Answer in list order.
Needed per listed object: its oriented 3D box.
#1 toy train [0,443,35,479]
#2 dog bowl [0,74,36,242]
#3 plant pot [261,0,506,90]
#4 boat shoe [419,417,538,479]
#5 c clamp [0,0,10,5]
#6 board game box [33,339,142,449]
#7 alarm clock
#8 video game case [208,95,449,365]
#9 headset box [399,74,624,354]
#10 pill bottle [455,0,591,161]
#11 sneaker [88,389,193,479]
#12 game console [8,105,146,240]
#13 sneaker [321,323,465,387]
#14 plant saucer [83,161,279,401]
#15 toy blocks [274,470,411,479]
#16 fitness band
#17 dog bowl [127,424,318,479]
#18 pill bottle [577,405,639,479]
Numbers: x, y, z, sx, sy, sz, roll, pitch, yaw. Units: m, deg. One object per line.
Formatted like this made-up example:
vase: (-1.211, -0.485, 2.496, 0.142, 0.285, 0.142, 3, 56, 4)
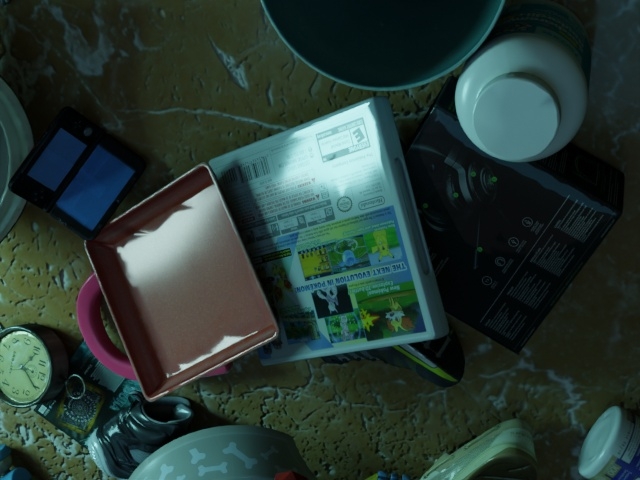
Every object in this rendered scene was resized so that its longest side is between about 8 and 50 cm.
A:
toy train: (-0.594, 0.454, 1.904, 0.248, 0.105, 0.143, -26, 95, 25)
dog bowl: (-0.608, -0.127, 1.499, 0.408, 0.150, 0.408, -15, 128, -20)
plant pot: (0.091, -0.335, 1.266, 0.290, 0.195, 0.290, 6, 112, 17)
boat shoe: (0.205, 0.368, 1.634, 0.109, 0.098, 0.302, 35, 124, -14)
c clamp: (-0.425, -0.392, 1.491, 0.137, 0.022, 0.161, 11, 118, 11)
board game box: (-0.369, 0.250, 1.779, 0.126, 0.026, 0.186, 38, 119, -4)
alarm clock: (-0.445, 0.203, 1.737, 0.192, 0.064, 0.129, 21, 99, 24)
video game case: (0.000, 0.000, 1.429, 0.329, 0.036, 0.300, -15, 90, 45)
headset box: (0.203, -0.037, 1.419, 0.283, 0.131, 0.246, 29, 120, 1)
pill bottle: (0.235, -0.181, 1.265, 0.146, 0.264, 0.146, 6, 116, 12)
sneaker: (-0.223, 0.344, 1.740, 0.268, 0.101, 0.153, 34, 112, -10)
game console: (-0.340, -0.092, 1.541, 0.085, 0.124, 0.144, 34, 87, 33)
sneaker: (0.064, 0.129, 1.564, 0.300, 0.111, 0.121, 29, 126, 10)
plant saucer: (-0.188, 0.060, 1.535, 0.258, 0.047, 0.259, -29, 80, 30)
toy blocks: (0.064, 0.449, 1.568, 0.381, 0.191, 0.261, 9, 110, 2)
fitness band: (-0.228, 0.110, 1.661, 0.290, 0.054, 0.209, -10, 109, 19)
dog bowl: (-0.137, 0.452, 1.689, 0.348, 0.102, 0.349, -5, 120, -9)
pill bottle: (0.464, 0.321, 1.527, 0.186, 0.112, 0.112, 29, 119, 1)
